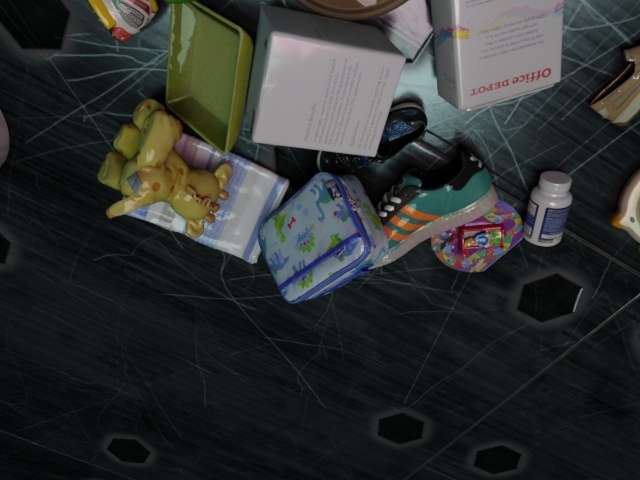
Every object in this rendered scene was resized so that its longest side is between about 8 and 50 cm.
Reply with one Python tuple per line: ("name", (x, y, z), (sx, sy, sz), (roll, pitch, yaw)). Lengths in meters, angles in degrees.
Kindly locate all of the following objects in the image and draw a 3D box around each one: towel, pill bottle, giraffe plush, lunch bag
("towel", (-0.218, -0.081, 0.963), (0.285, 0.034, 0.209), (23, 123, -9))
("pill bottle", (0.392, -0.056, 0.896), (0.067, 0.067, 0.120), (1, 125, 5))
("giraffe plush", (-0.239, -0.103, 0.854), (0.170, 0.210, 0.181), (26, 119, -42))
("lunch bag", (0.000, 0.000, 0.893), (0.219, 0.090, 0.176), (-34, 72, 35))

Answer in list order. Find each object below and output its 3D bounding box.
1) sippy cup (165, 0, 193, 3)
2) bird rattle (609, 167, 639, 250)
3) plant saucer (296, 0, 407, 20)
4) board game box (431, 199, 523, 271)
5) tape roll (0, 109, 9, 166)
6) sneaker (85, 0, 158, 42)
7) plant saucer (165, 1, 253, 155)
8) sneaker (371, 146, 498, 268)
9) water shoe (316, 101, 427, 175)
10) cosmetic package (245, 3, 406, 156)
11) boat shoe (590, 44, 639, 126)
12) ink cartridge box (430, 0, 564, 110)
("sippy cup", (-0.193, -0.447, 0.573), (0.305, 0.224, 0.240), (43, 123, -10))
("bird rattle", (0.606, -0.054, 0.846), (0.207, 0.143, 0.253), (26, 121, 8))
("plant saucer", (0.044, -0.436, 0.690), (0.278, 0.041, 0.278), (2, 124, 3))
("board game box", (0.294, 0.002, 0.966), (0.133, 0.033, 0.169), (33, 122, -16))
("tape roll", (-0.686, -0.172, 0.867), (0.246, 0.169, 0.246), (3, 125, 4))
("sneaker", (-0.315, -0.405, 0.734), (0.092, 0.088, 0.225), (-31, 118, 1))
("plant saucer", (-0.164, -0.254, 0.784), (0.188, 0.045, 0.188), (41, 132, 32))
("sneaker", (0.144, -0.057, 0.904), (0.302, 0.108, 0.121), (-28, 116, 14))
("water shoe", (0.077, -0.158, 0.850), (0.203, 0.080, 0.073), (-28, 117, 22))
("cosmetic package", (-0.003, -0.228, 0.745), (0.183, 0.151, 0.151), (5, 125, -16))
("boat shoe", (0.473, -0.259, 0.753), (0.072, 0.068, 0.190), (30, 123, 0))
("ink cartridge box", (0.237, -0.304, 0.707), (0.154, 0.093, 0.212), (-17, 122, -3))
